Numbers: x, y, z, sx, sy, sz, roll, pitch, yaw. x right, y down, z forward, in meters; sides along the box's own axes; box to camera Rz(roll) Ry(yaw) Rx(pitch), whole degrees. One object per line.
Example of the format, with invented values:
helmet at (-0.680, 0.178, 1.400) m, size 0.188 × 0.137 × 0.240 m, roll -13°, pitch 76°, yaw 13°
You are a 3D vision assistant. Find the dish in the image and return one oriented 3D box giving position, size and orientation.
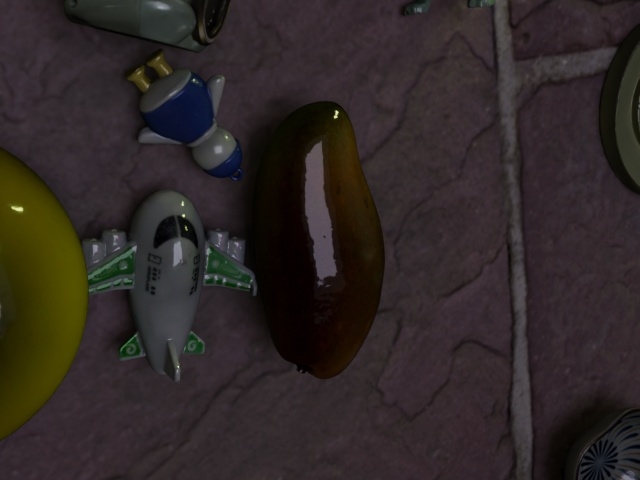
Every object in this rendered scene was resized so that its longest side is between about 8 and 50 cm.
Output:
dish at (0.368, 0.293, 1.137) m, size 0.190 × 0.066 × 0.191 m, roll -8°, pitch 107°, yaw -28°

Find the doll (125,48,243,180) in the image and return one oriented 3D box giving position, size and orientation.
doll at (-0.116, -0.107, 0.809) m, size 0.098 × 0.058 × 0.143 m, roll -37°, pitch 117°, yaw 9°

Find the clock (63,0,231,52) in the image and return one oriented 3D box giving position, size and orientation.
clock at (-0.127, -0.281, 0.708) m, size 0.146 × 0.199 × 0.243 m, roll 13°, pitch 101°, yaw 10°

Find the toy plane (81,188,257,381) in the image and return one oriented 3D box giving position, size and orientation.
toy plane at (-0.142, 0.040, 0.817) m, size 0.174 × 0.080 × 0.174 m, roll -5°, pitch 101°, yaw -26°

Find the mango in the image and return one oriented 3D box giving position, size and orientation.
mango at (0.000, 0.000, 0.859) m, size 0.133 × 0.111 × 0.268 m, roll -8°, pitch 102°, yaw -24°

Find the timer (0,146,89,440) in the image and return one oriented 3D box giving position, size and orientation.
timer at (-0.290, 0.049, 0.637) m, size 0.285 × 0.285 × 0.285 m, roll -6°, pitch 104°, yaw -25°

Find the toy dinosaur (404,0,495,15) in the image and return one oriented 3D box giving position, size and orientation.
toy dinosaur at (0.157, -0.273, 0.895) m, size 0.382 × 0.076 × 0.129 m, roll 11°, pitch 109°, yaw -24°

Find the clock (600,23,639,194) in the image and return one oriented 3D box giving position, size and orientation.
clock at (0.441, -0.165, 1.090) m, size 0.235 × 0.029 × 0.235 m, roll -6°, pitch 104°, yaw -25°
